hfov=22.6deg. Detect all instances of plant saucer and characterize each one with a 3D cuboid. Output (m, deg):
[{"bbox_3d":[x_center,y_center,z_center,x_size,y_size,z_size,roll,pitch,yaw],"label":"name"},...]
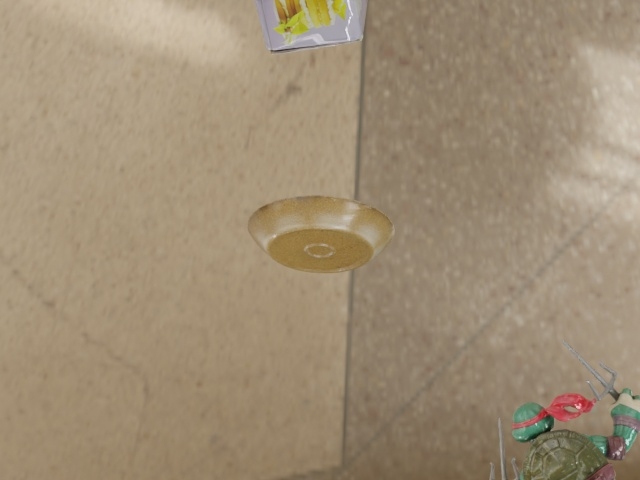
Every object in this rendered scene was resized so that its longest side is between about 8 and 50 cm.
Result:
[{"bbox_3d":[0.000,0.000,0.903,0.083,0.015,0.083,2,154,1],"label":"plant saucer"}]

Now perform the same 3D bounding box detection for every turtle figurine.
[{"bbox_3d":[0.228,0.222,1.460,0.175,0.118,0.234,-30,88,18],"label":"turtle figurine"}]

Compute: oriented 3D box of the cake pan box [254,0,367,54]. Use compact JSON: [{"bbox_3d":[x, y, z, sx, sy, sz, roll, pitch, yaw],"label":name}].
[{"bbox_3d":[-0.017,-0.286,1.016,0.070,0.267,0.245,-5,123,9],"label":"cake pan box"}]
